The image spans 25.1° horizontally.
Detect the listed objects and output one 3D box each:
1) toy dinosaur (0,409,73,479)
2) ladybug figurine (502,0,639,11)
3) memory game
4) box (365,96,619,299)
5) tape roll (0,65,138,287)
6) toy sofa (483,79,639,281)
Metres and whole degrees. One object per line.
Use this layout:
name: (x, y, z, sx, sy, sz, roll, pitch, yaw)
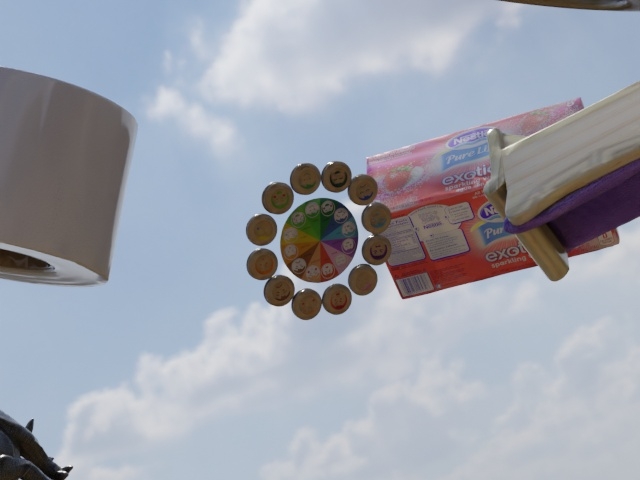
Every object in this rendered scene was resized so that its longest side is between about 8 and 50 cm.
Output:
toy dinosaur: (-0.350, 0.226, 1.518, 0.121, 0.160, 0.313, -47, 10, 23)
ladybug figurine: (0.147, -0.284, 1.137, 0.449, 0.161, 0.305, 15, 5, 41)
memory game: (0.000, 0.000, 1.622, 0.186, 0.186, 0.012, -14, 17, -24)
box: (0.221, -0.055, 1.879, 0.300, 0.142, 0.154, -16, -53, 15)
tape roll: (-0.316, -0.061, 1.446, 0.246, 0.169, 0.246, 10, -12, 2)
toy sofa: (0.362, -0.092, 1.511, 0.363, 0.177, 0.150, -28, -56, 21)
